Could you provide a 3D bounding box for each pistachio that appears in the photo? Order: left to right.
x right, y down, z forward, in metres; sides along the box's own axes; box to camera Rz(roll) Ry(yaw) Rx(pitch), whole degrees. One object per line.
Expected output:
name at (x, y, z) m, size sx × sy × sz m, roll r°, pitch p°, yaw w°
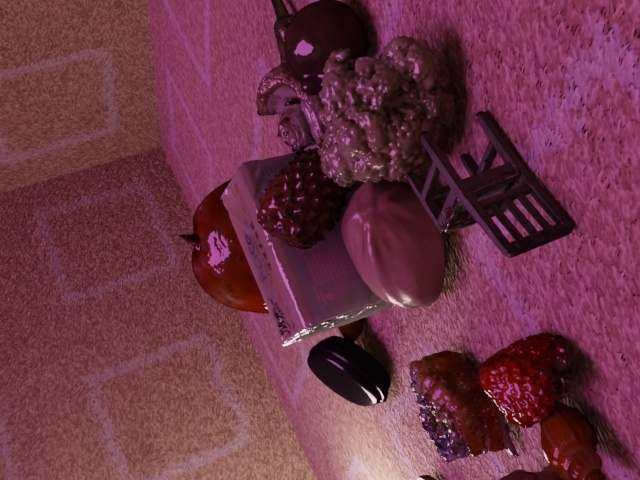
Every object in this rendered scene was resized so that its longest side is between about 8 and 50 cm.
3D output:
pistachio at (0.163, 0.012, 1.616) m, size 0.331 × 0.208 × 0.226 m, roll 65°, pitch -150°, yaw -26°

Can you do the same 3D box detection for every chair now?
chair at (0.275, -0.065, 1.300) m, size 0.270 × 0.136 × 0.147 m, roll 60°, pitch 160°, yaw 26°

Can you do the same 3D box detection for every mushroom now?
mushroom at (-0.010, -0.315, 1.776) m, size 0.267 × 0.190 × 0.164 m, roll 48°, pitch 142°, yaw 32°

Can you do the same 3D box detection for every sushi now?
sushi at (0.296, 0.363, 1.660) m, size 0.274 × 0.139 × 0.184 m, roll -123°, pitch 20°, yaw -51°

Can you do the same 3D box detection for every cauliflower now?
cauliflower at (0.096, -0.246, 1.430) m, size 0.327 × 0.260 × 0.281 m, roll -53°, pitch 53°, yaw 26°

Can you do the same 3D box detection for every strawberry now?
strawberry at (0.339, 0.236, 1.360) m, size 0.236 × 0.107 × 0.175 m, roll 134°, pitch 152°, yaw -64°

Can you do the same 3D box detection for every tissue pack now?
tissue pack at (0.000, 0.000, 1.808) m, size 0.405 × 0.332 × 0.205 m, roll 66°, pitch 151°, yaw 15°

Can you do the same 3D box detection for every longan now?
longan at (0.007, -0.409, 1.642) m, size 0.185 × 0.159 × 0.204 m, roll 17°, pitch 89°, yaw 39°

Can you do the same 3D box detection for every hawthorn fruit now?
hawthorn fruit at (-0.182, -0.006, 2.076) m, size 0.403 × 0.403 × 0.402 m, roll 55°, pitch 156°, yaw 39°

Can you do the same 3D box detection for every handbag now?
handbag at (0.084, 0.380, 2.232) m, size 0.254 × 0.093 × 0.308 m, roll 38°, pitch 159°, yaw -2°

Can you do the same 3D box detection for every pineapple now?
pineapple at (0.012, -0.154, 1.626) m, size 0.175 × 0.361 × 0.175 m, roll 30°, pitch 170°, yaw 6°

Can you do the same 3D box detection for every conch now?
conch at (0.422, 0.318, 1.358) m, size 0.109 × 0.093 × 0.330 m, roll 35°, pitch -156°, yaw -27°

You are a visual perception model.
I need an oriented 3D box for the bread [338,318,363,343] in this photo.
bread at (0.065, 0.166, 2.211) m, size 0.124 × 0.084 × 0.344 m, roll -130°, pitch 24°, yaw -76°

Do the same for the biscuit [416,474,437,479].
biscuit at (0.329, 0.720, 2.066) m, size 0.208 × 0.049 × 0.181 m, roll 58°, pitch 158°, yaw 31°

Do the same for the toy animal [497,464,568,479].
toy animal at (0.417, 0.535, 1.413) m, size 0.230 × 0.210 × 0.221 m, roll -16°, pitch 88°, yaw 35°

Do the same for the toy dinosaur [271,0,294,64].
toy dinosaur at (-0.091, -0.509, 1.975) m, size 0.301 × 0.087 × 0.447 m, roll -147°, pitch 47°, yaw -60°
